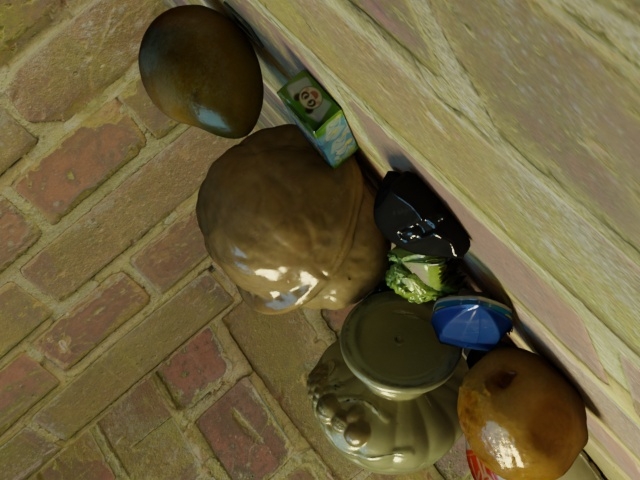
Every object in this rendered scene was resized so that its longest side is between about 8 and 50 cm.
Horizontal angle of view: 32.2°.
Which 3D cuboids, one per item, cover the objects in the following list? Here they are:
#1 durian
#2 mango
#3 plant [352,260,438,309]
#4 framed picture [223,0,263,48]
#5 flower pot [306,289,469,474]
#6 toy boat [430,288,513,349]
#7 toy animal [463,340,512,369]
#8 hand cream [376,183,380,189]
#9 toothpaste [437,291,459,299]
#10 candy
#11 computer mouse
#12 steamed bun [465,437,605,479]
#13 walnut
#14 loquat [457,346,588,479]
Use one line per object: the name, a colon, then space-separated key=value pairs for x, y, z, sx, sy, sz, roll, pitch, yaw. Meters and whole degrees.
durian: x=0.174 y=0.048 z=1.866 sx=0.375 sy=0.132 sz=0.107 roll=138 pitch=117 yaw=-88
mango: x=-0.227 y=-0.320 z=2.107 sx=0.199 sy=0.221 sz=0.384 roll=33 pitch=-165 yaw=-45
plant: x=0.181 y=0.163 z=2.281 sx=0.188 sy=0.199 sz=0.276 roll=36 pitch=-171 yaw=31
framed picture: x=-0.138 y=-0.384 z=1.978 sx=0.089 sy=0.006 sz=0.066 roll=49 pitch=179 yaw=34
flower pot: x=0.130 y=0.241 z=1.993 sx=0.307 sy=0.307 sz=0.244 roll=48 pitch=152 yaw=32
toy boat: x=0.242 y=0.117 z=1.752 sx=0.129 sy=0.088 sz=0.295 roll=8 pitch=170 yaw=6
toy animal: x=0.351 y=0.263 z=2.195 sx=0.168 sy=0.106 sz=0.343 roll=48 pitch=-178 yaw=3
hand cream: x=0.152 y=-0.024 z=2.047 sx=0.174 sy=0.047 sz=0.076 roll=61 pitch=174 yaw=-30
toothpaste: x=0.222 y=0.084 z=2.080 sx=0.282 sy=0.099 sz=0.068 roll=-139 pitch=42 yaw=-61
candy: x=-0.002 y=-0.191 z=1.789 sx=0.097 sy=0.062 sz=0.194 roll=50 pitch=179 yaw=17
computer mouse: x=0.134 y=-0.027 z=1.612 sx=0.147 sy=0.088 sz=0.264 roll=47 pitch=176 yaw=-5
steamed bun: x=0.481 y=0.528 z=2.592 sx=0.374 sy=0.241 sz=0.374 roll=53 pitch=179 yaw=2
walnut: x=-0.048 y=-0.036 z=1.997 sx=0.381 sy=0.381 sz=0.381 roll=49 pitch=179 yaw=2
loquat: x=0.321 y=0.284 z=1.794 sx=0.238 sy=0.193 sz=0.238 roll=43 pitch=174 yaw=5
